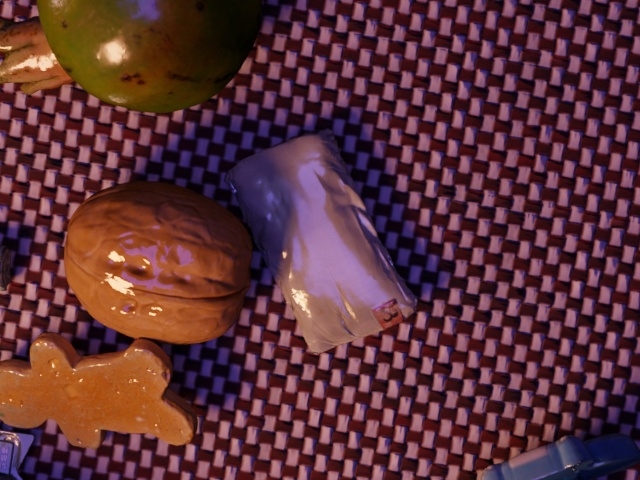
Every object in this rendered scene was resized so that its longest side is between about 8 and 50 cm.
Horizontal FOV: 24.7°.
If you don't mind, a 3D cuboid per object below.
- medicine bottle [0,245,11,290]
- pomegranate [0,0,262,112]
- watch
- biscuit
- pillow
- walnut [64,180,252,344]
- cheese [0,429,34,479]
[{"bbox_3d":[-0.429,0.024,1.568,0.191,0.051,0.051,3,92,4],"label":"medicine bottle"},{"bbox_3d":[-0.205,-0.223,1.479,0.302,0.236,0.236,-27,90,27],"label":"pomegranate"},{"bbox_3d":[0.250,0.308,1.470,0.211,0.211,0.193,-23,73,4],"label":"watch"},{"bbox_3d":[-0.251,0.158,1.538,0.234,0.030,0.153,-5,121,21],"label":"biscuit"},{"bbox_3d":[0.000,0.000,1.543,0.128,0.051,0.229,-27,89,11],"label":"pillow"},{"bbox_3d":[-0.167,0.022,1.501,0.197,0.165,0.165,18,93,-7],"label":"walnut"},{"bbox_3d":[-0.347,0.265,1.583,0.067,0.026,0.120,8,92,2],"label":"cheese"}]
